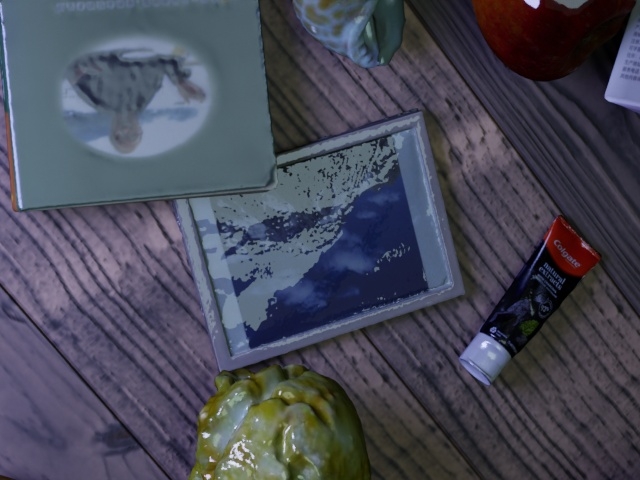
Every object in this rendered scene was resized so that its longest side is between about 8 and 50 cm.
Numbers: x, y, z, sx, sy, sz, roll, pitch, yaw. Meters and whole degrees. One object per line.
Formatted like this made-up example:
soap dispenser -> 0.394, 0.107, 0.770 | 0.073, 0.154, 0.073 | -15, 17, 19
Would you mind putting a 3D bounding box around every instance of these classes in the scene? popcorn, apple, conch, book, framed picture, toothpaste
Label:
popcorn -> -0.048, 0.231, 1.594 | 0.183, 0.204, 0.221 | 22, 110, 7
apple -> 0.220, -0.251, 1.646 | 0.147, 0.156, 0.158 | -38, 77, -9
conch -> 0.022, -0.251, 1.612 | 0.116, 0.106, 0.173 | -47, 126, -26
book -> -0.182, -0.221, 1.578 | 0.260, 0.043, 0.371 | -5, 93, -14
framed picture -> 0.000, 0.000, 1.677 | 0.281, 0.019, 0.209 | -19, 102, -14
toothpaste -> 0.220, 0.065, 1.740 | 0.071, 0.045, 0.193 | 45, 78, -17

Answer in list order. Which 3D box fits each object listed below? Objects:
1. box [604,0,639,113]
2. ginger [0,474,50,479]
box -> 0.454, -0.268, 1.676 | 0.225, 0.143, 0.341 | 16, 91, -43
ginger -> -0.272, 0.340, 1.596 | 0.133, 0.107, 0.309 | -38, 110, -23
